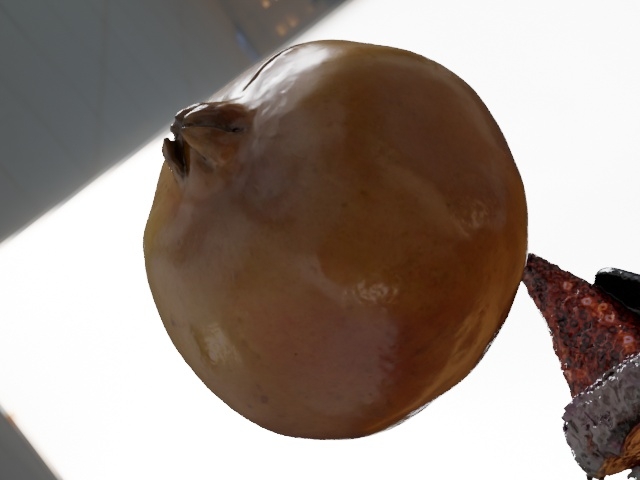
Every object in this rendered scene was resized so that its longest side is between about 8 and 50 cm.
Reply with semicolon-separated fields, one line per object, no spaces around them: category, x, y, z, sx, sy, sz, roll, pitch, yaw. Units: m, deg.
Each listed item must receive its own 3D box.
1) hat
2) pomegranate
hat;0.193;0.072;1.073;0.227;0.129;0.140;53;175;26
pomegranate;0.006;0.003;0.771;0.209;0.209;0.209;51;-170;-12
